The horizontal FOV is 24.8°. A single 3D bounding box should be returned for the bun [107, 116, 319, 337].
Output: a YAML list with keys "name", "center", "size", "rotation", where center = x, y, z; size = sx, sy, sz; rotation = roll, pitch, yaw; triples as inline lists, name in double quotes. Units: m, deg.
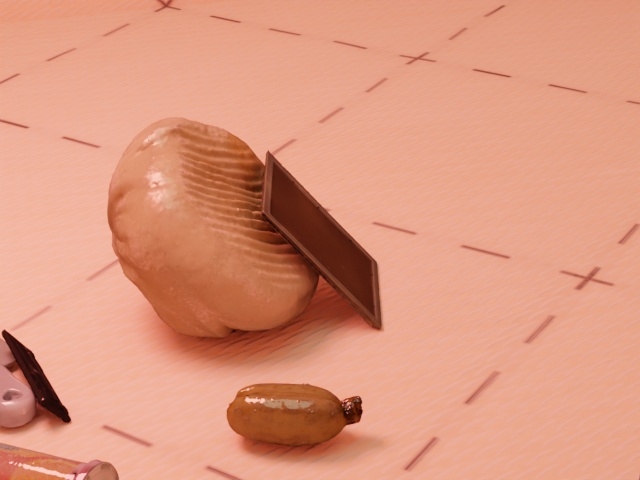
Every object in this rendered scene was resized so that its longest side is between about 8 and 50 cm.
- name: "bun"
  center: [-0.177, 0.000, 2.221]
  size: [0.219, 0.365, 0.365]
  rotation: [-38, 14, 28]

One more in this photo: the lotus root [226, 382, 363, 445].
- name: "lotus root"
  center: [-0.034, 0.235, 1.952]
  size: [0.183, 0.077, 0.090]
  rotation: [1, 19, 4]

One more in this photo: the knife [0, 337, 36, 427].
- name: "knife"
  center: [-0.480, 0.179, 2.132]
  size: [0.080, 0.044, 0.331]
  rotation: [-12, 26, -22]

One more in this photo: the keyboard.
- name: "keyboard"
  center: [-0.408, 0.192, 2.081]
  size: [0.013, 0.061, 0.204]
  rotation: [-45, 38, -1]

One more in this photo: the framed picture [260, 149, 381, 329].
- name: "framed picture"
  center: [0.000, 0.000, 2.252]
  size: [0.017, 0.274, 0.217]
  rotation: [-38, 20, 18]

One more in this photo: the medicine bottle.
- name: "medicine bottle"
  center: [-0.467, 0.293, 1.852]
  size: [0.426, 0.108, 0.108]
  rotation: [9, 30, 22]
